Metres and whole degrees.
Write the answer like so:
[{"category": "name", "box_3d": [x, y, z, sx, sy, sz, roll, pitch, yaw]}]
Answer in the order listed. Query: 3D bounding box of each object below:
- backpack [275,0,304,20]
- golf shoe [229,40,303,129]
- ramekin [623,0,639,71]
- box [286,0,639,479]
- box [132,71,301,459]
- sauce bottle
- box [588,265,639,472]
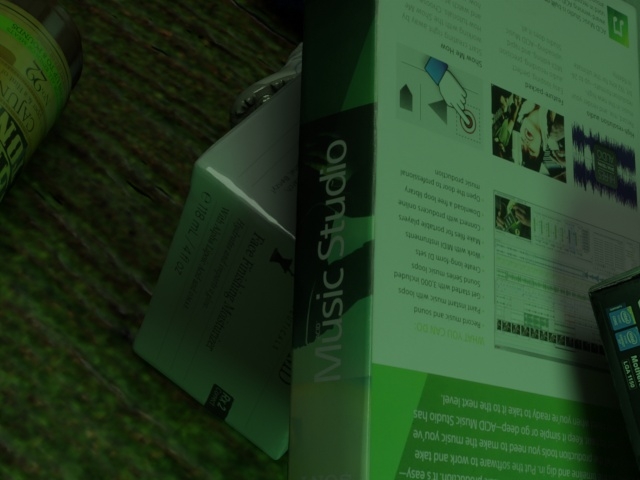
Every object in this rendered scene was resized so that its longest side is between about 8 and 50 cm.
[{"category": "backpack", "box_3d": [-0.007, -0.231, 0.999, 0.098, 0.101, 0.120, -8, 23, -32]}, {"category": "golf shoe", "box_3d": [-0.008, -0.115, 0.936, 0.176, 0.069, 0.086, -19, 40, -37]}, {"category": "ramekin", "box_3d": [0.305, -0.152, 0.928, 0.277, 0.135, 0.277, -3, 12, 1]}, {"category": "box", "box_3d": [0.087, -0.006, 0.646, 0.232, 0.058, 0.322, 16, 68, -41]}, {"category": "box", "box_3d": [0.000, 0.000, 0.745, 0.119, 0.181, 0.182, 36, 48, 9]}, {"category": "sauce bottle", "box_3d": [-0.248, -0.024, 0.720, 0.111, 0.111, 0.344, 22, 48, -3]}, {"category": "box", "box_3d": [0.268, 0.168, 0.642, 0.257, 0.079, 0.322, 8, 64, -53]}]
